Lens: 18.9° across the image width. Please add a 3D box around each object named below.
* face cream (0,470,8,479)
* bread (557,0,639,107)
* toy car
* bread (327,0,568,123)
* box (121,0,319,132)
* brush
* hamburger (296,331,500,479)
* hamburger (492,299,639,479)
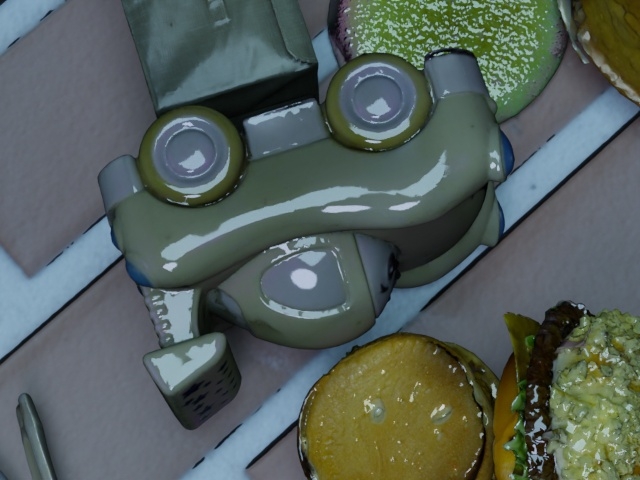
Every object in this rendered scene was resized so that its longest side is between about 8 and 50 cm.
[{"bbox_3d":[-0.332,0.236,1.647,0.144,0.071,0.291,-42,78,-9],"label":"face cream"},{"bbox_3d":[0.395,-0.267,1.706,0.358,0.204,0.337,8,70,5],"label":"bread"},{"bbox_3d":[0.000,0.000,1.618,0.336,0.242,0.226,-15,73,-2],"label":"toy car"},{"bbox_3d":[0.118,-0.208,1.779,0.228,0.033,0.228,-1,75,2],"label":"bread"},{"bbox_3d":[-0.103,-0.214,1.722,0.149,0.155,0.231,-18,76,-4],"label":"box"},{"bbox_3d":[-0.196,0.281,1.641,0.050,0.060,0.321,-16,75,-16],"label":"brush"},{"bbox_3d":[0.070,0.170,1.622,0.191,0.118,0.182,-10,71,23],"label":"hamburger"},{"bbox_3d":[0.232,0.172,1.575,0.138,0.261,0.243,-4,78,26],"label":"hamburger"}]
